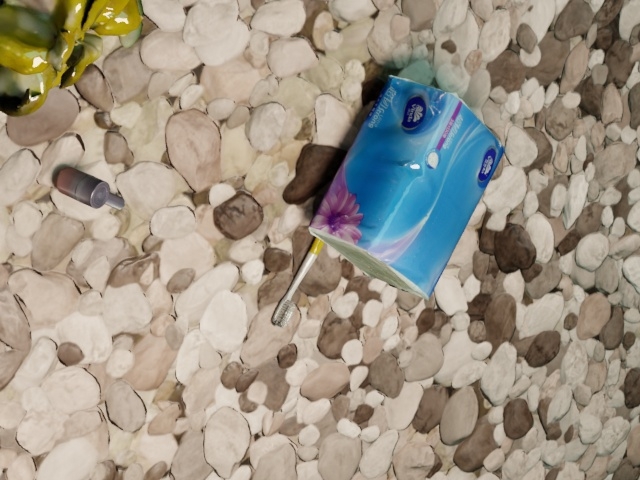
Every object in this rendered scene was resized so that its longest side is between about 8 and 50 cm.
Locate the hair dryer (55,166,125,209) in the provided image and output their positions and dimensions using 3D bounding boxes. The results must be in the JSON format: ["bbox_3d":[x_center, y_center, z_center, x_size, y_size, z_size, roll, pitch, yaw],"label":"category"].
[{"bbox_3d":[-0.285,-0.059,1.737,0.037,0.063,0.114,-66,153,-2],"label":"hair dryer"}]

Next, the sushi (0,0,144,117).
[{"bbox_3d":[-0.309,-0.305,1.409,0.329,0.285,0.328,-54,148,-75],"label":"sushi"}]

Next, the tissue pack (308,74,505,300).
[{"bbox_3d":[0.131,-0.077,1.982,0.198,0.146,0.263,37,77,-50],"label":"tissue pack"}]

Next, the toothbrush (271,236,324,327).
[{"bbox_3d":[0.000,0.000,1.996,0.021,0.024,0.288,30,85,-42],"label":"toothbrush"}]
